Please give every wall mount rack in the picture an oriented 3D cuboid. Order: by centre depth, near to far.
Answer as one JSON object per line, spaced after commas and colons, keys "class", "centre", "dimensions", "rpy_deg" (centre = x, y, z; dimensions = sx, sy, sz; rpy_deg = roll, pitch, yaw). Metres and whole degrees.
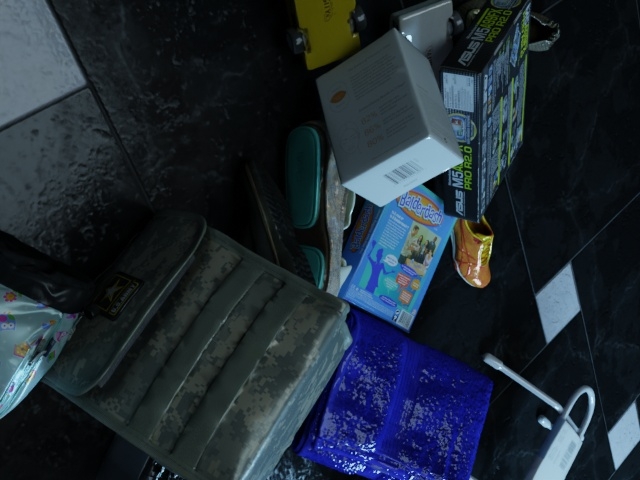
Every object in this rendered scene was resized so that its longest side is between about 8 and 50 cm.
{"class": "wall mount rack", "centre": [0.359, 0.383, 1.375], "dimensions": [0.350, 0.131, 0.304], "rpy_deg": [-56, 132, -15]}

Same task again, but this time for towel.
{"class": "towel", "centre": [0.125, 0.259, 1.126], "dimensions": [0.308, 0.076, 0.227], "rpy_deg": [28, 74, -26]}

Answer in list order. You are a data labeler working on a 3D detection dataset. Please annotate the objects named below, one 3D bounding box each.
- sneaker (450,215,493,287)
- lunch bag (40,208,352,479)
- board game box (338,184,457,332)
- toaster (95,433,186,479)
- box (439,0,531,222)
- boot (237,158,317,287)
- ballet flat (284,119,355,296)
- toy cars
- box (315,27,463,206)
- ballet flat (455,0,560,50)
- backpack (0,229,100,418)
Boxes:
{"class": "sneaker", "centre": [0.256, 0.009, 1.240], "dimensions": [0.064, 0.067, 0.175], "rpy_deg": [-39, 123, -29]}
{"class": "lunch bag", "centre": [-0.143, 0.113, 0.809], "dimensions": [0.235, 0.287, 0.169], "rpy_deg": [-56, 163, -19]}
{"class": "board game box", "centre": [0.114, 0.015, 1.136], "dimensions": [0.160, 0.047, 0.210], "rpy_deg": [32, 80, -39]}
{"class": "toaster", "centre": [-0.180, 0.298, 0.915], "dimensions": [0.186, 0.110, 0.168], "rpy_deg": [28, 81, -40]}
{"class": "box", "centre": [0.245, -0.194, 1.104], "dimensions": [0.216, 0.060, 0.270], "rpy_deg": [-56, 149, -35]}
{"class": "boot", "centre": [-0.101, 0.009, 0.946], "dimensions": [0.077, 0.137, 0.197], "rpy_deg": [25, 43, -65]}
{"class": "ballet flat", "centre": [0.000, 0.000, 1.007], "dimensions": [0.106, 0.108, 0.315], "rpy_deg": [2, 99, -50]}
{"class": "toy cars", "centre": [0.065, -0.292, 1.000], "dimensions": [0.394, 0.087, 0.176], "rpy_deg": [19, 121, -42]}
{"class": "box", "centre": [0.084, -0.153, 0.943], "dimensions": [0.091, 0.130, 0.170], "rpy_deg": [24, 46, -49]}
{"class": "ballet flat", "centre": [0.309, -0.343, 1.210], "dimensions": [0.250, 0.058, 0.084], "rpy_deg": [-4, 101, -39]}
{"class": "backpack", "centre": [-0.323, 0.090, 0.722], "dimensions": [0.152, 0.115, 0.182], "rpy_deg": [30, 89, 1]}
